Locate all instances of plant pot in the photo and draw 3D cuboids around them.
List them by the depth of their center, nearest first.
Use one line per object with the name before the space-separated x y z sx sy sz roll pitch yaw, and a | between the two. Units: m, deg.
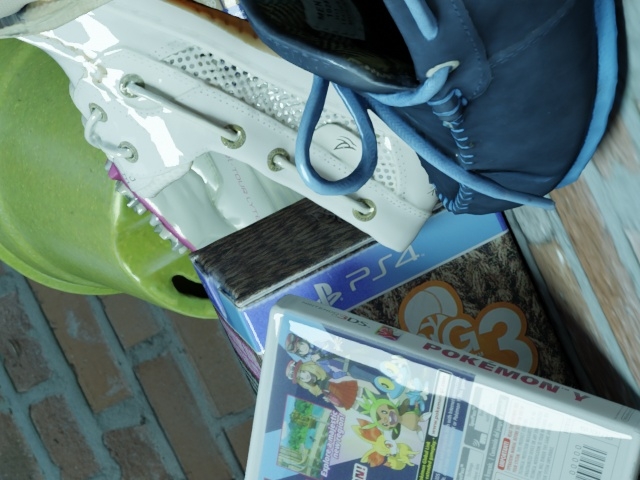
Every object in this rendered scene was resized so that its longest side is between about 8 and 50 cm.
plant pot | -0.119 -0.058 1.464 0.254 0.276 0.276 30 147 59

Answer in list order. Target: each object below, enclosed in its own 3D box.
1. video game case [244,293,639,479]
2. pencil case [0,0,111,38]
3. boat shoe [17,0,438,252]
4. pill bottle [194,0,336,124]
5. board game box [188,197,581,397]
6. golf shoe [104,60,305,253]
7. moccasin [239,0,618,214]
video game case | 0.048 0.142 0.913 0.023 0.183 0.201 -42 -34 -58
pencil case | -0.143 -0.274 0.725 0.183 0.159 0.410 46 -153 -66
boat shoe | -0.070 -0.065 0.886 0.277 0.096 0.098 20 -173 -6
pill bottle | -0.032 -0.122 1.209 0.120 0.067 0.067 65 174 -14
board game box | 0.061 0.117 1.066 0.291 0.141 0.232 65 174 -10
golf shoe | 0.000 0.000 1.294 0.306 0.140 0.115 42 178 -19
moccasin | 0.019 -0.107 0.617 0.138 0.116 0.342 60 173 30
